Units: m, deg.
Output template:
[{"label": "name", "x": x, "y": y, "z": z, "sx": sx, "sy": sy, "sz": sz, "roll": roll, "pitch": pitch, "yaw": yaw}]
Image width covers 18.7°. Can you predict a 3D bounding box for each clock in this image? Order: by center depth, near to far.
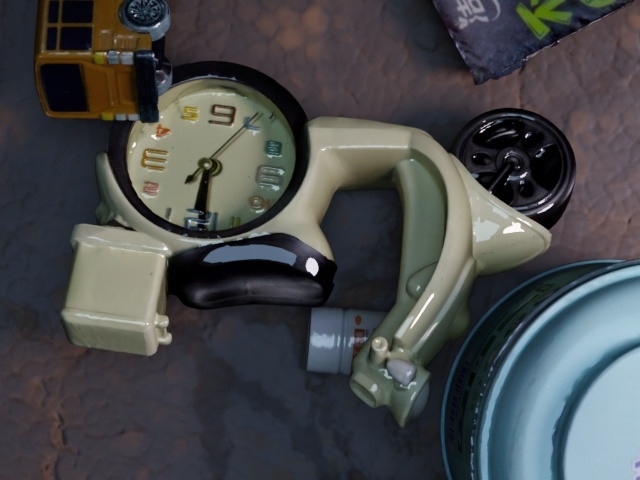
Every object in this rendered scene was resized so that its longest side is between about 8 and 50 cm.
[{"label": "clock", "x": 0.000, "y": 0.000, "z": 1.537, "sx": 0.379, "sy": 0.120, "sz": 0.276, "roll": 10, "pitch": 67, "yaw": 6}]

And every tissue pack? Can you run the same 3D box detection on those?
[{"label": "tissue pack", "x": 0.191, "y": -0.252, "z": 1.551, "sx": 0.235, "sy": 0.073, "sz": 0.173, "roll": -28, "pitch": 89, "yaw": 26}]

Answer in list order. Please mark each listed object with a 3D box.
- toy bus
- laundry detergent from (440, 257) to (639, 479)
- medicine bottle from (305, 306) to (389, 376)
[{"label": "toy bus", "x": -0.171, "y": -0.199, "z": 1.535, "sx": 0.114, "sy": 0.098, "sz": 0.201, "roll": 0, "pitch": 60, "yaw": -1}, {"label": "laundry detergent", "x": 0.245, "y": 0.155, "z": 1.476, "sx": 0.287, "sy": 0.305, "sz": 0.287, "roll": 0, "pitch": 90, "yaw": -2}, {"label": "medicine bottle", "x": 0.034, "y": 0.084, "z": 1.593, "sx": 0.089, "sy": 0.057, "sz": 0.057, "roll": 5, "pitch": 89, "yaw": -2}]
